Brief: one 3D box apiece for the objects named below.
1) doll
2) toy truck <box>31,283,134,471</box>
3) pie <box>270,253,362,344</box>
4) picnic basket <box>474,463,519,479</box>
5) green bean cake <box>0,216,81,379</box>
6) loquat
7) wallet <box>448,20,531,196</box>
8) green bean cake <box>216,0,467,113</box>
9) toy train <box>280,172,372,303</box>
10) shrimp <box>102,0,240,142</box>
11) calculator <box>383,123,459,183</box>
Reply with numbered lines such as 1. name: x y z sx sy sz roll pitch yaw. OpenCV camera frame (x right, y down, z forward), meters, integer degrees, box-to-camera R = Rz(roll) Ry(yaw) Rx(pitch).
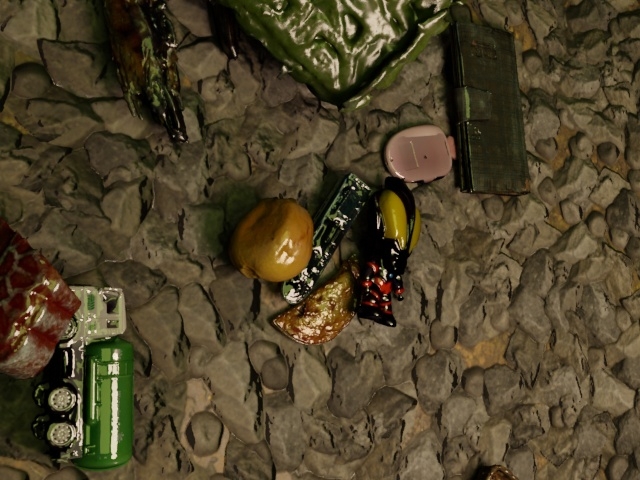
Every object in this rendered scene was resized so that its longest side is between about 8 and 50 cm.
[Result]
1. doll: 0.114 0.013 1.240 0.088 0.127 0.249 8 74 9
2. toy truck: -0.306 0.178 0.992 0.125 0.101 0.242 1 84 -30
3. pie: 0.016 0.105 1.205 0.191 0.033 0.088 -38 104 -27
4. picnic basket: 0.273 0.475 1.266 0.110 0.055 0.193 42 67 -14
5. green bean cake: -0.403 0.044 0.908 0.232 0.097 0.198 22 73 15
6. loquat: -0.072 -0.004 1.125 0.113 0.137 0.137 36 67 -33
7. wallet: 0.312 -0.239 1.391 0.169 0.044 0.317 0 84 -36
8. green bean cake: 0.016 -0.395 1.101 0.335 0.218 0.319 -46 119 9
9. toy train: 0.000 0.000 1.202 0.052 0.051 0.234 37 71 -17
10. shrimp: -0.208 -0.324 1.140 0.233 0.071 0.365 -10 82 -33
11. calculator: 0.181 -0.153 1.332 0.166 0.024 0.103 -15 89 -29
